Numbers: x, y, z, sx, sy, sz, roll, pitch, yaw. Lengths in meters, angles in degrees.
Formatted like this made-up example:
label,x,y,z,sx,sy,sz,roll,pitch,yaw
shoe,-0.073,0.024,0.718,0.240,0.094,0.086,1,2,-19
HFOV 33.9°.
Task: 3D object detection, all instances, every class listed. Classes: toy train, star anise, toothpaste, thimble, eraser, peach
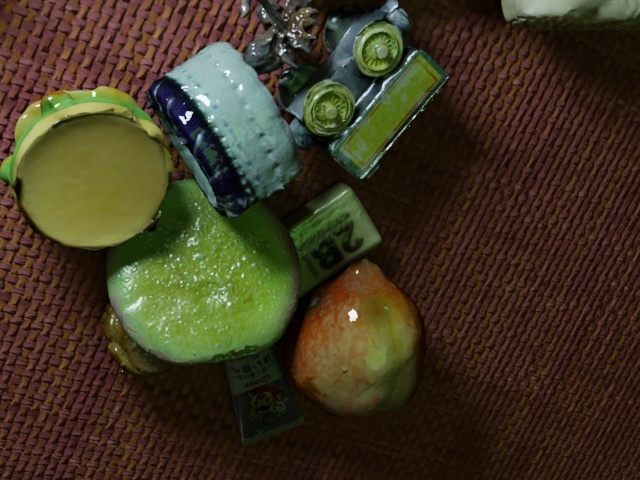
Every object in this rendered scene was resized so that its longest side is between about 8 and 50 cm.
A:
label,x,y,z,sx,sy,sz,roll,pitch,yaw
toy train,0.056,-0.230,1.570,0.177,0.134,0.261,37,95,-35
star anise,-0.093,-0.295,1.407,0.148,0.218,0.227,-48,142,9
toothpaste,-0.110,0.213,1.713,0.114,0.073,0.299,-21,123,-11
thimble,-0.131,-0.149,1.474,0.150,0.237,0.237,-34,117,-8
eraser,0.000,0.000,1.672,0.172,0.058,0.117,-34,116,-4
peach,0.059,0.151,1.663,0.232,0.232,0.257,-7,103,-17

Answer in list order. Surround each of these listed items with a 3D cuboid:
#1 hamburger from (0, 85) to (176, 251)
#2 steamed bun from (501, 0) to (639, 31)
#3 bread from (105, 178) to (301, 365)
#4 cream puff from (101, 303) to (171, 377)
label,x,y,z,sx,sy,sz,roll,pitch,yaw
hamburger,-0.328,-0.112,1.463,0.237,0.149,0.237,-11,123,-18
steamed bun,0.419,-0.415,1.560,0.289,0.276,0.203,-1,99,-6
bread,-0.170,0.041,1.559,0.301,0.045,0.301,4,75,-16
cream puff,-0.270,0.135,1.602,0.126,0.103,0.144,-17,115,-27
